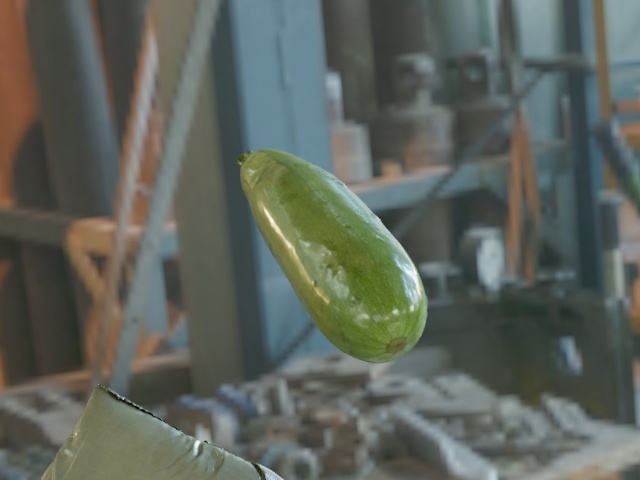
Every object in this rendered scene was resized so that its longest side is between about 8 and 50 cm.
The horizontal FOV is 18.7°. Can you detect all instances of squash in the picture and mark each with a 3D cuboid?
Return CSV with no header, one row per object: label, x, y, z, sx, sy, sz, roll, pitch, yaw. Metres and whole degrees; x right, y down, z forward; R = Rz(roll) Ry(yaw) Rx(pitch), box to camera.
squash,0.003,-0.006,2.043,0.118,0.118,0.370,-10,39,-22

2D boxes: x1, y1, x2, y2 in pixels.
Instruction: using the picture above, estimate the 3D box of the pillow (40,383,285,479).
pillow,-0.108,0.181,1.241,0.181,0.078,0.134,27,59,18
